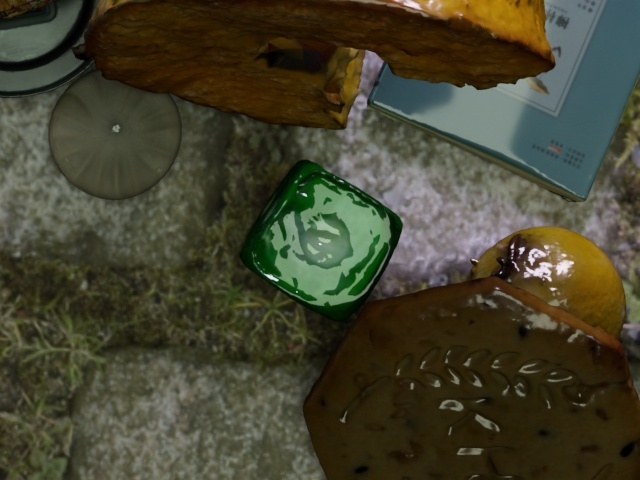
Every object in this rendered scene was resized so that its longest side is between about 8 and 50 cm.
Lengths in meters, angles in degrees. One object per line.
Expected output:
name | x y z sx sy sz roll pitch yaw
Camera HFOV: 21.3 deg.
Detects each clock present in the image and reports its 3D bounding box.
clock | -0.315 -0.255 1.727 0.226 0.049 0.226 0 90 -8

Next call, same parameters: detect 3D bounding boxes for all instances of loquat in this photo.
loquat | 0.235 0.078 1.759 0.172 0.149 0.204 -41 113 -5

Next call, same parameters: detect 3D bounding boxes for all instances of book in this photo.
book | 0.239 -0.261 1.808 0.264 0.031 0.379 25 88 -7

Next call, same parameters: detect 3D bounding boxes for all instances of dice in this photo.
dice | 0.000 0.000 1.739 0.128 0.120 0.131 31 90 -9

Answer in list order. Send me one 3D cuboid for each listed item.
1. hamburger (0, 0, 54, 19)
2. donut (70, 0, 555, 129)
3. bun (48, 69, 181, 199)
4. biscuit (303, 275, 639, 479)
hamburger | -0.312 -0.326 1.653 0.230 0.107 0.231 -1 98 -5
donut | -0.016 -0.234 1.574 0.377 0.435 0.164 12 77 -40
bun | -0.207 -0.111 1.723 0.138 0.094 0.138 0 89 -10
biscuit | 0.157 0.194 1.720 0.359 0.046 0.359 3 119 5
